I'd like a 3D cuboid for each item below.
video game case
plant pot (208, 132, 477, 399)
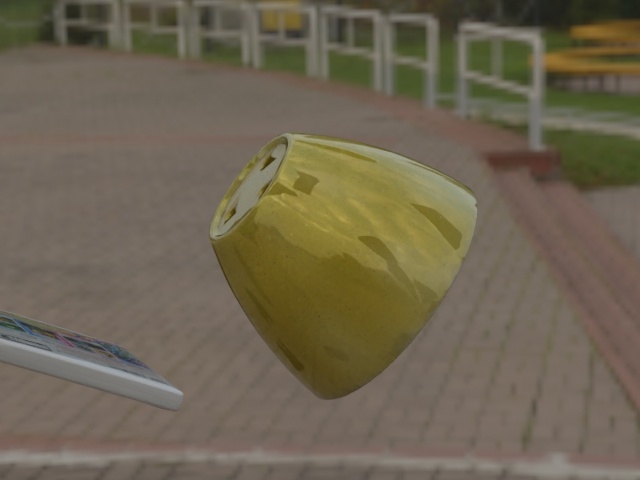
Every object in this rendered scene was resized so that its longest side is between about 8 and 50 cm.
[{"bbox_3d":[-0.195,0.083,1.273,0.157,0.019,0.143,19,2,-27],"label":"video game case"},{"bbox_3d":[0.000,0.000,0.872,0.095,0.134,0.134,36,-1,-17],"label":"plant pot"}]
